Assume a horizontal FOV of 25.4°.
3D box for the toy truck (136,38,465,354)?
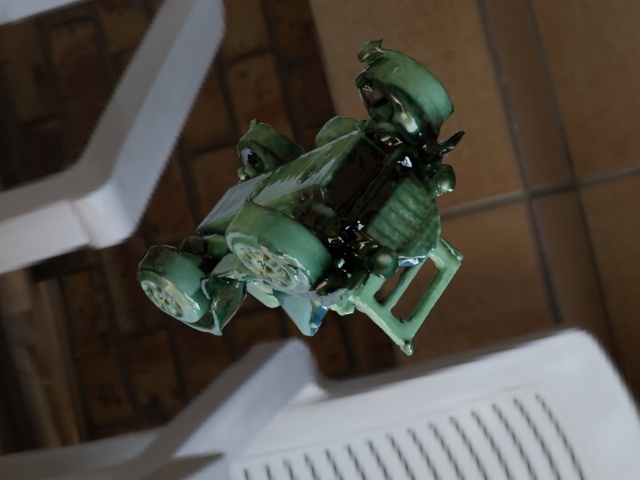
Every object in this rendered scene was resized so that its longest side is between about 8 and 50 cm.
[{"bbox_3d":[0.001,0.000,0.477,0.078,0.154,0.080,42,70,-12],"label":"toy truck"}]
